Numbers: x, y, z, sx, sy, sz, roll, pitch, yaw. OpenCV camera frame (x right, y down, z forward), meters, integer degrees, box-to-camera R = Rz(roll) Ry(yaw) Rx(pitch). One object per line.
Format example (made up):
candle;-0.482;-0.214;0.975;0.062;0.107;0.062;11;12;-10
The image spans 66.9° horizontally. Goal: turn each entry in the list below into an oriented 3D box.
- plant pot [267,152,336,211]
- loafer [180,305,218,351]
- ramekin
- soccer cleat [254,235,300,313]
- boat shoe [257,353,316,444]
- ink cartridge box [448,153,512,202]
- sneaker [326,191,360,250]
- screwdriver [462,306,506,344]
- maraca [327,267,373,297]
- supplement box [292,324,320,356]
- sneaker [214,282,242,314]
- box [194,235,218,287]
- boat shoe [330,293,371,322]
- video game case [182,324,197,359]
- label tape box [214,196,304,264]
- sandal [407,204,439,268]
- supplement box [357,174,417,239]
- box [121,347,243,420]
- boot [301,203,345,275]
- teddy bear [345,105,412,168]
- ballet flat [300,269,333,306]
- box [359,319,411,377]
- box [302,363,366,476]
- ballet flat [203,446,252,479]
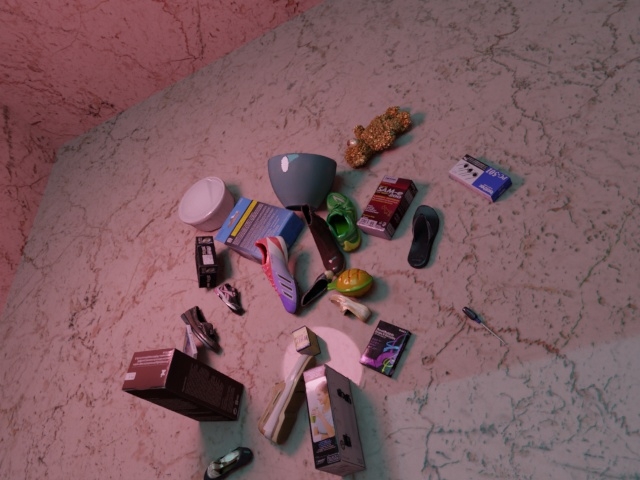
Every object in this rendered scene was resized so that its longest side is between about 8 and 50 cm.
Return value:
plant pot;-0.079;-0.229;2.021;0.290;0.290;0.195;-3;81;30
loafer;-0.484;0.349;1.978;0.084;0.096;0.267;-46;45;-13
ramekin;-0.538;-0.166;2.335;0.273;0.127;0.272;-17;52;22
soccer cleat;-0.166;0.134;1.854;0.108;0.116;0.318;-40;61;52
boat shoe;-0.116;0.515;1.621;0.103;0.113;0.302;15;69;32
ink cartridge box;0.573;-0.227;1.748;0.097;0.046;0.207;-45;48;0
sneaker;0.082;-0.096;1.908;0.109;0.123;0.295;-29;48;13
screwdriver;0.498;0.259;1.478;0.024;0.025;0.170;-44;47;-2
maraca;0.105;0.152;1.743;0.186;0.099;0.127;-5;19;46
supplement box;-0.050;0.359;1.706;0.056;0.083;0.083;-29;49;12
sneaker;-0.369;0.231;2.003;0.077;0.072;0.178;-41;52;-14
box;-0.500;0.093;2.114;0.078;0.147;0.180;-3;46;-20
boat shoe;0.097;0.240;1.711;0.170;0.063;0.059;17;64;38
video game case;-0.517;0.439;1.916;0.143;0.019;0.157;59;142;42
label tape box;-0.267;-0.037;2.094;0.334;0.106;0.240;19;71;39
sandal;0.366;-0.023;1.730;0.097;0.054;0.254;-4;58;29
supplement box;0.257;-0.129;1.858;0.130;0.073;0.239;17;69;39
box;-0.456;0.502;1.656;0.191;0.381;0.143;-11;54;26
boot;0.000;0.000;1.836;0.090;0.207;0.248;-28;49;13
teddy bear;0.233;-0.458;2.072;0.338;0.113;0.245;-30;46;11
ballet flat;-0.010;0.183;1.812;0.173;0.057;0.049;-49;12;7
box;0.212;0.351;1.588;0.116;0.029;0.162;15;67;38
box;0.039;0.543;1.472;0.087;0.169;0.290;-25;51;18
ballet flat;-0.324;0.748;1.620;0.203;0.074;0.074;-32;48;10
